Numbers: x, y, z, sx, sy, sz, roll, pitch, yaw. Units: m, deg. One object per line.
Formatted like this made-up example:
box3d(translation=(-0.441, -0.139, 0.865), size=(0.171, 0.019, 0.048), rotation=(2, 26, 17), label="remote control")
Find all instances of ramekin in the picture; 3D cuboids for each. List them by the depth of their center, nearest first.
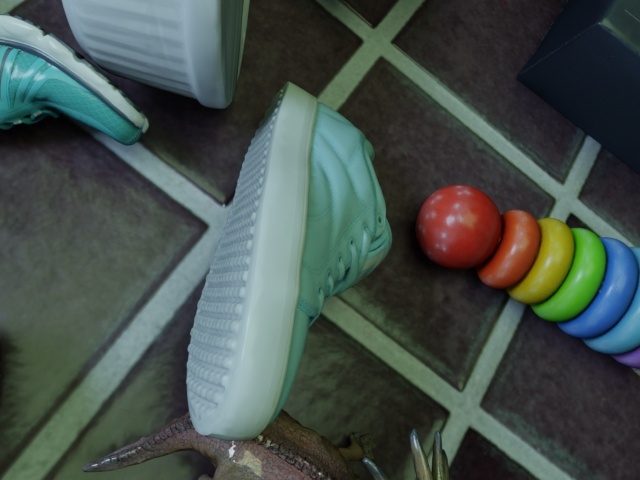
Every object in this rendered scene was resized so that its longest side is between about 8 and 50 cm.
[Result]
box3d(translation=(-0.129, -0.257, 0.504), size=(0.127, 0.273, 0.273), rotation=(7, 70, -4), label="ramekin")

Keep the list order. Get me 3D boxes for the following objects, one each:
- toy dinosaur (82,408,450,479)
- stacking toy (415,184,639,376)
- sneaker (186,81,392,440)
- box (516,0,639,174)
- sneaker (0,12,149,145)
box3d(translation=(-0.016, 0.178, 0.432), size=(0.295, 0.200, 0.127), rotation=(25, 66, -10), label="toy dinosaur")
box3d(translation=(0.256, 0.032, 0.629), size=(0.330, 0.141, 0.141), rotation=(24, 67, -4), label="stacking toy")
box3d(translation=(0.000, 0.000, 0.483), size=(0.150, 0.135, 0.366), rotation=(24, 45, -15), label="sneaker")
box3d(translation=(0.491, -0.249, 0.724), size=(0.343, 0.179, 0.313), rotation=(34, 82, -7), label="box")
box3d(translation=(-0.286, -0.137, 0.506), size=(0.275, 0.107, 0.110), rotation=(20, 85, -7), label="sneaker")
